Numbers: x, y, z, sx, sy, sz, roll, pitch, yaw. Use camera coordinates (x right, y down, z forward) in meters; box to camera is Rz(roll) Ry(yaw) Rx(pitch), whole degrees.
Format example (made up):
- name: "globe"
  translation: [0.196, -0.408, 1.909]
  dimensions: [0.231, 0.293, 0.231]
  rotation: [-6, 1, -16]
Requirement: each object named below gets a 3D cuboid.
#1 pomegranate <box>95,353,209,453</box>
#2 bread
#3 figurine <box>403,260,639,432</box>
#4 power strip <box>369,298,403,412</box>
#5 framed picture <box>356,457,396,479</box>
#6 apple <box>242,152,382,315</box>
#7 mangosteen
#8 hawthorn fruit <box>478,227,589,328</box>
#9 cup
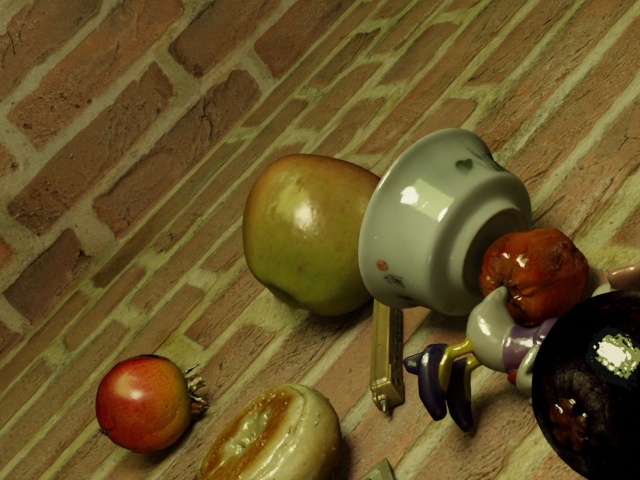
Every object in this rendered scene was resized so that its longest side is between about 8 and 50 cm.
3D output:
- name: "pomegranate"
  translation: [-0.355, 0.338, 2.106]
  dimensions: [0.235, 0.210, 0.210]
  rotation: [-12, 27, -4]
- name: "bread"
  translation: [-0.087, 0.386, 1.707]
  dimensions: [0.305, 0.159, 0.305]
  rotation: [-34, 23, 16]
- name: "figurine"
  translation: [0.335, 0.148, 1.503]
  dimensions: [0.420, 0.154, 0.193]
  rotation: [-17, 59, 23]
- name: "power strip"
  translation: [0.123, 0.199, 1.833]
  dimensions: [0.044, 0.064, 0.305]
  rotation: [-22, 30, 20]
- name: "framed picture"
  translation: [0.037, 0.465, 1.502]
  dimensions: [0.232, 0.024, 0.315]
  rotation: [-39, 12, 3]
- name: "apple"
  translation: [0.000, 0.000, 2.043]
  dimensions: [0.338, 0.338, 0.305]
  rotation: [-4, 63, 51]
- name: "mangosteen"
  translation: [0.426, 0.182, 1.287]
  dimensions: [0.302, 0.275, 0.275]
  rotation: [-15, 14, -28]
- name: "hawthorn fruit"
  translation: [0.347, 0.059, 1.648]
  dimensions: [0.173, 0.173, 0.179]
  rotation: [-15, 33, 41]
- name: "cup"
  translation: [0.246, -0.008, 1.750]
  dimensions: [0.347, 0.347, 0.163]
  rotation: [-47, 47, -14]
